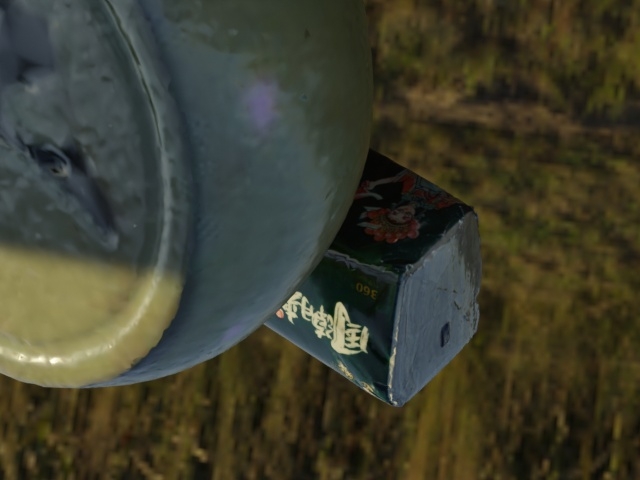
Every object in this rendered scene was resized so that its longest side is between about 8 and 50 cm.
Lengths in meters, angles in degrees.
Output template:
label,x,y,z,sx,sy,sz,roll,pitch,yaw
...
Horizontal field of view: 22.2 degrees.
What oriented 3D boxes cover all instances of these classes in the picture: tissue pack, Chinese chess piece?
label,x,y,z,sx,sy,sz,roll,pitch,yaw
tissue pack,0.001,0.000,0.888,0.170,0.090,0.103,29,139,29
Chinese chess piece,-0.093,-0.059,0.547,0.238,0.237,0.092,-2,-155,42
